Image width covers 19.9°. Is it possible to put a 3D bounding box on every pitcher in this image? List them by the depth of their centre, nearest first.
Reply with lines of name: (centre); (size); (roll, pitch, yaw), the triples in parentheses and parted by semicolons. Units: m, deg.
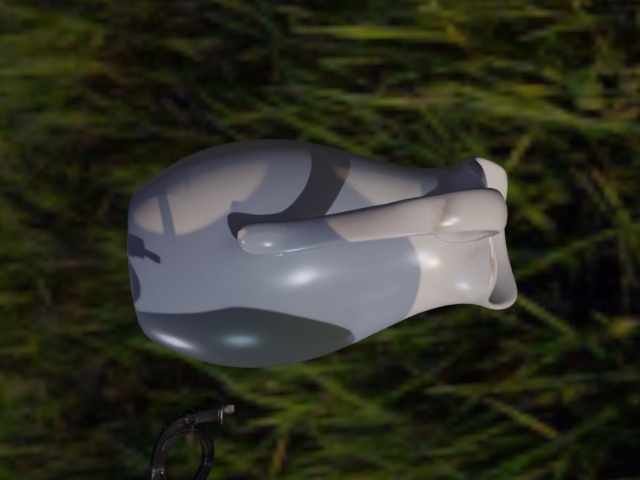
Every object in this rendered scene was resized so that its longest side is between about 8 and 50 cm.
pitcher: (0.000, 0.000, 0.982); (0.178, 0.207, 0.126); (55, -150, -79)

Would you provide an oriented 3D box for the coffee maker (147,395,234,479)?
coffee maker: (-0.002, 0.178, 0.772); (0.178, 0.120, 0.171); (11, 123, 39)
